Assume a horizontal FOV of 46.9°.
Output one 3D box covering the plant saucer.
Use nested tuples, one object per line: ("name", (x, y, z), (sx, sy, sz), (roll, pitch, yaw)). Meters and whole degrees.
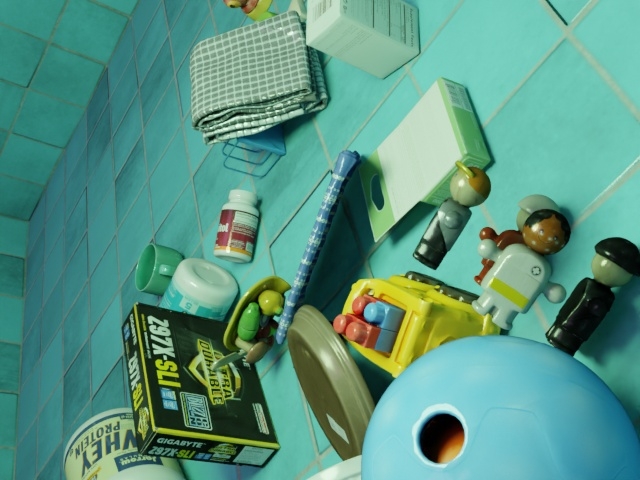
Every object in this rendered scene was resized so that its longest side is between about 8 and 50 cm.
("plant saucer", (0.018, 0.230, 1.108), (0.278, 0.041, 0.278), (55, 160, 32))

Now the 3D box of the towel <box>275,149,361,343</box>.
("towel", (0.000, 0.000, 1.291), (0.243, 0.040, 0.336), (-62, -8, -83))

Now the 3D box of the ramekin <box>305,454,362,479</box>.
("ramekin", (0.063, 0.371, 0.986), (0.207, 0.207, 0.109), (-47, 50, 35))

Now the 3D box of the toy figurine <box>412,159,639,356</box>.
("toy figurine", (0.239, 0.013, 0.868), (0.148, 0.209, 0.213), (-59, 35, 12))

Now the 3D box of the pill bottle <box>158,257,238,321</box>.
("pill bottle", (-0.302, 0.182, 1.670), (0.264, 0.146, 0.146), (-61, 34, 19))

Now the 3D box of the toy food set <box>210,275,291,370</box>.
("toy food set", (-0.112, 0.172, 1.400), (0.071, 0.128, 0.218), (40, 120, 27))

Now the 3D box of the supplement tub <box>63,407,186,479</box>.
("supplement tub", (-0.413, 0.541, 1.592), (0.325, 0.235, 0.236), (38, 108, 56))

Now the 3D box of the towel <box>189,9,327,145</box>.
("towel", (-0.140, -0.348, 1.568), (0.283, 0.121, 0.235), (-15, 55, 10))

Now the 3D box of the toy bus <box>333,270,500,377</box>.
("toy bus", (0.102, 0.117, 1.029), (0.220, 0.211, 0.150), (26, 99, 59))

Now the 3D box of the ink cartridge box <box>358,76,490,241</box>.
("ink cartridge box", (0.159, -0.123, 1.195), (0.235, 0.056, 0.171), (-49, 39, 41))

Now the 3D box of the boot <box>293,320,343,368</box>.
("boot", (-0.014, 0.181, 1.261), (0.045, 0.121, 0.099), (39, 101, 45))

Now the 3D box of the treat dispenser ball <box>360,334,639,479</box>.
("treat dispenser ball", (0.186, 0.243, 0.768), (0.288, 0.288, 0.288), (-30, 52, 47))

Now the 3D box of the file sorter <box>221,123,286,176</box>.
("file sorter", (-0.162, -0.244, 1.682), (0.104, 0.118, 0.170), (-48, 40, 40))

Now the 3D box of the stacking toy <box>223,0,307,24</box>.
("stacking toy", (-0.148, -0.610, 1.811), (0.309, 0.130, 0.280), (-29, 52, 48))

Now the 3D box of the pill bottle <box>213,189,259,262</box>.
("pill bottle", (-0.184, -0.032, 1.644), (0.086, 0.086, 0.152), (-9, 68, 55))

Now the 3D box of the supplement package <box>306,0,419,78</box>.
("supplement package", (0.076, -0.383, 1.320), (0.105, 0.179, 0.105), (-27, 55, 49))

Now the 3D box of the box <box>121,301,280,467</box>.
("box", (-0.239, 0.276, 1.429), (0.079, 0.257, 0.322), (-56, 35, 26))

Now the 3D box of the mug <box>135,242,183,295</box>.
("mug", (-0.409, 0.087, 1.919), (0.129, 0.097, 0.158), (-60, 35, 20))
